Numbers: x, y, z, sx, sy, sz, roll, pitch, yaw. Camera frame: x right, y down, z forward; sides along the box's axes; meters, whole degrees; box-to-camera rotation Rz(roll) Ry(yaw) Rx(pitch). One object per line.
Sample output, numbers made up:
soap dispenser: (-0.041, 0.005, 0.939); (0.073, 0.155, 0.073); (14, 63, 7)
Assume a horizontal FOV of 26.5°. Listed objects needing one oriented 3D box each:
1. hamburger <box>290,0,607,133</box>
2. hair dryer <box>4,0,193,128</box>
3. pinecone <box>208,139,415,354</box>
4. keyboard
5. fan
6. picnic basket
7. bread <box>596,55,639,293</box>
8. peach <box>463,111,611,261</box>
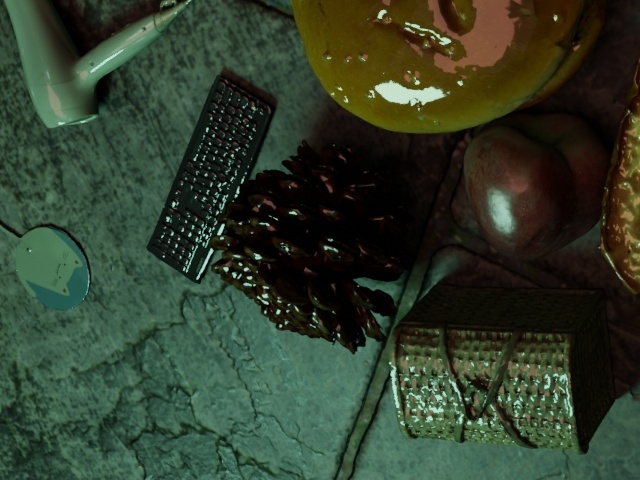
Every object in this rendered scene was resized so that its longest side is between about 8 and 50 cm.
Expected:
hamburger: (0.109, -0.248, 1.288); (0.314, 0.170, 0.289); (-13, 95, 31)
hair dryer: (-0.248, -0.254, 1.538); (0.237, 0.075, 0.206); (-18, 93, 23)
pinecone: (0.000, 0.000, 1.415); (0.222, 0.221, 0.221); (9, 112, 24)
keyboard: (-0.127, -0.065, 1.560); (0.087, 0.017, 0.250); (34, 119, 14)
fan: (-0.361, 0.016, 1.715); (0.175, 0.005, 0.113); (37, 121, 9)
picnic basket: (0.186, 0.133, 1.394); (0.196, 0.154, 0.134); (2, 108, 27)
bread: (0.336, -0.078, 1.252); (0.129, 0.134, 0.260); (14, 98, 12)
peach: (0.211, -0.047, 1.329); (0.152, 0.152, 0.152); (9, 112, 24)
